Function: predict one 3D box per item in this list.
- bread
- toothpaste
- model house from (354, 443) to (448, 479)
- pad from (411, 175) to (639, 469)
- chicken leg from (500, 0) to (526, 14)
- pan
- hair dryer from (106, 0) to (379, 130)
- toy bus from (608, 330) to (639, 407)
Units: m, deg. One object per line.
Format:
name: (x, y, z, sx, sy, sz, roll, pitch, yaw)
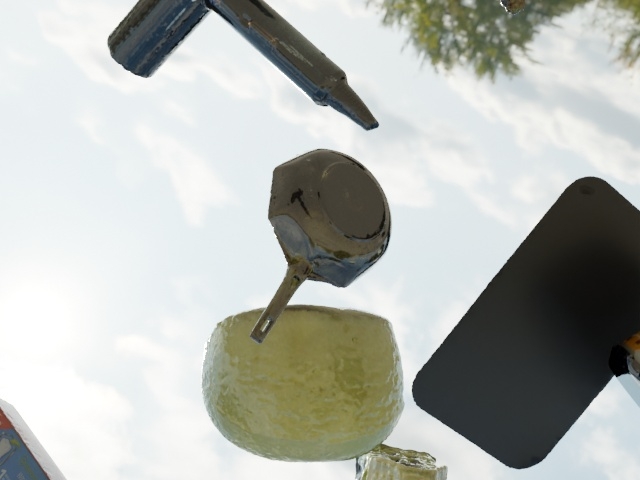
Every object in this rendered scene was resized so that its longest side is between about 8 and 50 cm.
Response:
bread: (-0.027, 0.218, 1.489, 0.321, 0.237, 0.320, 5, 176, 0)
toothpaste: (-0.421, 0.344, 1.367, 0.320, 0.076, 0.066, 38, 173, 40)
model house: (0.158, 0.496, 1.768, 0.175, 0.193, 0.234, 11, 175, -12)
pad: (0.324, 0.126, 1.271, 0.315, 0.375, 0.063, 37, -174, -21)
chicken leg: (0.284, -0.501, 1.339, 0.212, 0.140, 0.361, -18, -115, -2)
pan: (0.013, 0.006, 0.843, 0.128, 0.048, 0.201, 21, -121, -29)
hair dryer: (-0.046, -0.128, 0.658, 0.194, 0.173, 0.050, 57, -152, 14)
toy bus: (0.531, 0.238, 1.133, 0.386, 0.162, 0.171, 51, -179, 12)
